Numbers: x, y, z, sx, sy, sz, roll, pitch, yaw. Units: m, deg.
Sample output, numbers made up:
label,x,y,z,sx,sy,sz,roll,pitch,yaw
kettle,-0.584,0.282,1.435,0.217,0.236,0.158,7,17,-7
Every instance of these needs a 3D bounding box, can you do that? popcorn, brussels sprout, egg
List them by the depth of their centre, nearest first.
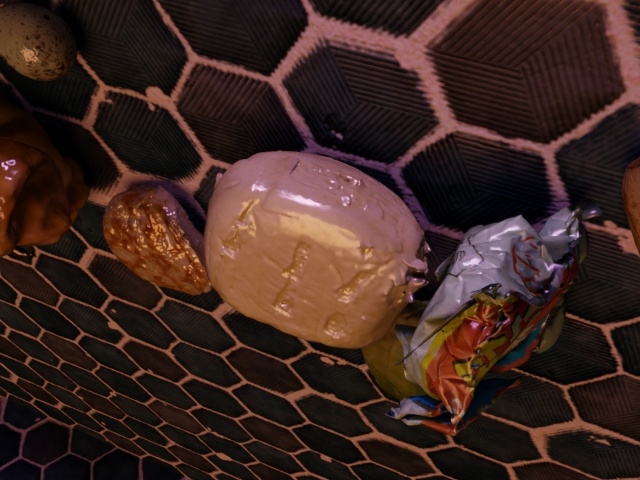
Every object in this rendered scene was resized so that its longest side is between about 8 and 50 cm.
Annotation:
label,x,y,z,sx,sy,sz,roll,pitch,yaw
egg,-0.349,-0.242,0.731,0.110,0.085,0.085,29,143,2
brussels sprout,0.141,0.162,0.861,0.181,0.143,0.161,33,170,32
popcorn,-0.488,-0.089,0.879,0.297,0.280,0.316,5,-174,-41

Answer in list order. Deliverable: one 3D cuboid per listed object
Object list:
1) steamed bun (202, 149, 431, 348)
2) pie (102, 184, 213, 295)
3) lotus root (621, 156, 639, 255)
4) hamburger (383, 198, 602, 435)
label,x,y,z,sx,sy,sz,roll,pitch,yaw
steamed bun,0.000,0.000,0.743,0.273,0.166,0.232,19,132,8
pie,-0.248,0.002,0.958,0.179,0.084,0.205,-7,129,36
lotus root,0.371,0.014,0.585,0.258,0.097,0.110,48,142,-19
hamburger,0.175,0.069,0.670,0.150,0.276,0.260,36,143,31
